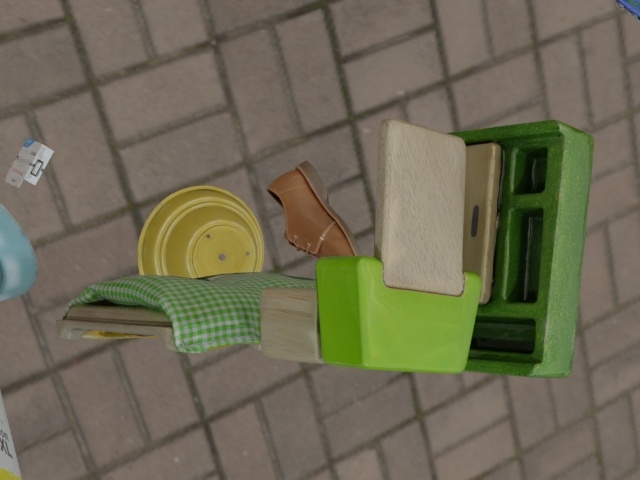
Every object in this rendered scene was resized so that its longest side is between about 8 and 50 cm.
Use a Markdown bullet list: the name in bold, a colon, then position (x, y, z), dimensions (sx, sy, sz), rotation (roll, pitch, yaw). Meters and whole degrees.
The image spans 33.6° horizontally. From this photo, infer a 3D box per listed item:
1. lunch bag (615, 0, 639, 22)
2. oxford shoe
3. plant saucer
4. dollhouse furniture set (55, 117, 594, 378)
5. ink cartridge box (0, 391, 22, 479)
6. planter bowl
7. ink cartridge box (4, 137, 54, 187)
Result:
- **lunch bag**: position (0.301, -0.266, 0.807), dimensions (0.176, 0.219, 0.090), rotation (33, 44, -13)
- **oxford shoe**: position (0.000, 0.000, 1.317), dimensions (0.076, 0.212, 0.076), rotation (-27, 150, -10)
- **plant saucer**: position (-0.597, -0.006, 1.672), dimensions (0.318, 0.317, 0.044), rotation (55, 43, -29)
- **dollhouse furniture set**: position (-0.010, 0.000, 0.683), dimensions (0.197, 0.301, 0.151), rotation (9, 83, -42)
- **ink cartridge box**: position (-0.199, 0.134, 0.520), dimensions (0.072, 0.175, 0.127), rotation (-24, 151, 0)
- **planter bowl**: position (-0.168, 0.023, 1.656), dimensions (0.217, 0.090, 0.217), rotation (-2, 95, -28)
- **ink cartridge box**: position (-0.489, -0.125, 1.774), dimensions (0.028, 0.048, 0.083), rotation (36, 79, -50)
